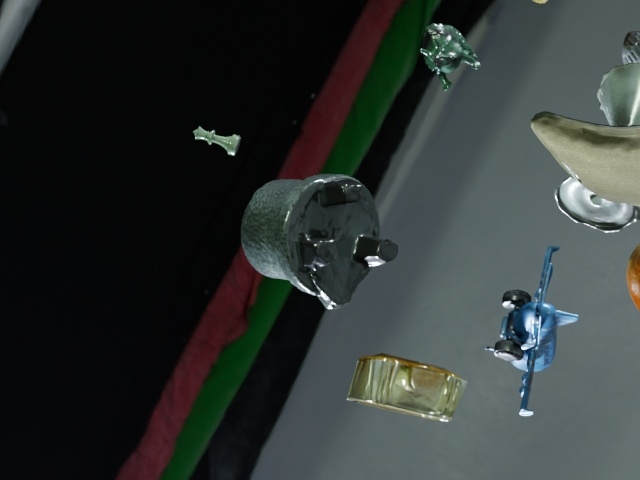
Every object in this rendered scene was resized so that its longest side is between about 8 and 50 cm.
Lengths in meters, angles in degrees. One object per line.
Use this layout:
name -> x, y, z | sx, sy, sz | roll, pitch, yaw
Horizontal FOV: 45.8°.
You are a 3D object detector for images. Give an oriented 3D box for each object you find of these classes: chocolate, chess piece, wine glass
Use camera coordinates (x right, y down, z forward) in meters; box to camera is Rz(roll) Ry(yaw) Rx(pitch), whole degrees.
chocolate -> 0.651, -0.345, 1.525 | 0.072, 0.072, 0.167 | -49, -54, -32
chess piece -> -0.208, -0.203, 1.509 | 0.042, 0.093, 0.042 | -160, 90, -88
wine glass -> 0.446, -0.134, 1.122 | 0.232, 0.156, 0.156 | -56, -24, -26

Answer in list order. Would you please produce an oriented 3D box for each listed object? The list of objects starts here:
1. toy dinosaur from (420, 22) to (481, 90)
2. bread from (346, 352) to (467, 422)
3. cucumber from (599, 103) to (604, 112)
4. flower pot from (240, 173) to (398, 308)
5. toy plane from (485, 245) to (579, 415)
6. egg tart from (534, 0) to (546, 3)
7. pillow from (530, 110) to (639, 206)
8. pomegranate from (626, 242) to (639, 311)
toy dinosaur -> 0.259, -0.367, 1.485 | 0.079, 0.120, 0.292 | -32, 0, 27
bread -> 0.171, 0.291, 1.520 | 0.192, 0.209, 0.110 | 134, 149, -77
cucumber -> 0.707, -0.319, 1.794 | 0.293, 0.067, 0.068 | -8, -58, -54
flower pot -> 0.000, 0.000, 1.696 | 0.299, 0.282, 0.299 | -3, -85, -41
toy plane -> 0.308, 0.143, 1.118 | 0.271, 0.105, 0.254 | 87, -162, -65
egg tart -> 0.531, -0.713, 1.959 | 0.090, 0.212, 0.212 | -44, -21, 8
pillow -> 0.265, -0.056, 0.617 | 0.130, 0.217, 0.033 | 39, -95, -22
pomegranate -> 0.818, 0.065, 1.681 | 0.229, 0.252, 0.271 | -25, -71, -40
